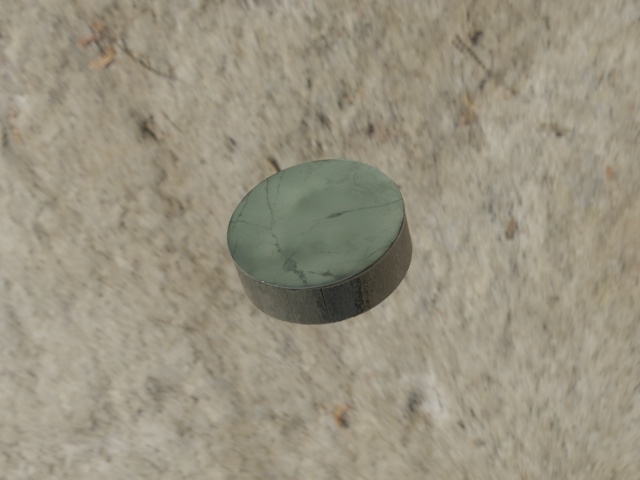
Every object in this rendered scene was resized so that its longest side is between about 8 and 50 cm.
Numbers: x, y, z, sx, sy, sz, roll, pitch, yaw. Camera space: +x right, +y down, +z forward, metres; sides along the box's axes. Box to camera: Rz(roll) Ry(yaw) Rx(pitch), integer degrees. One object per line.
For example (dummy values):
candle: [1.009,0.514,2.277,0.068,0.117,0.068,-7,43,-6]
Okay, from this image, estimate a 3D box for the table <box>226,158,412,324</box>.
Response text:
table: [0.000,0.000,1.144,0.133,0.043,0.133,-9,44,9]
